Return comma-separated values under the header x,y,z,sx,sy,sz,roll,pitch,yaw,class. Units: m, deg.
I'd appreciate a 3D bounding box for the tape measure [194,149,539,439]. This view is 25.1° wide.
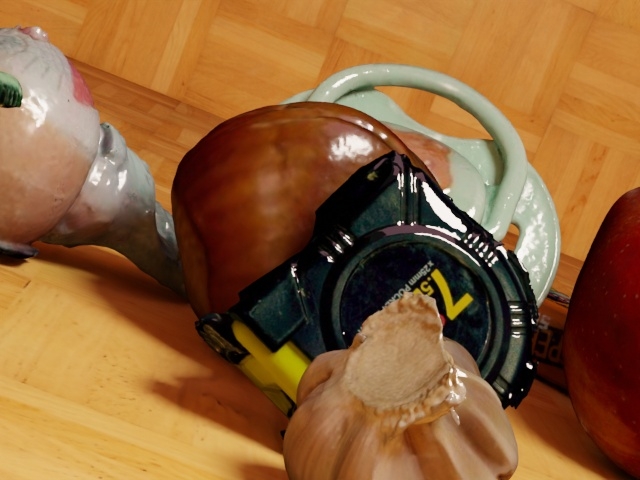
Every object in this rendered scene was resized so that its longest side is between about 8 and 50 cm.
x,y,z,sx,sy,sz,roll,pitch,yaw,class
0.041,0.063,0.949,0.186,0.199,0.112,46,-16,2,tape measure

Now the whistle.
x,y,z,sx,sy,sz,roll,pitch,yaw,class
-0.208,-0.059,1.155,0.348,0.189,0.189,30,2,-36,whistle

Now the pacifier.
x,y,z,sx,sy,sz,roll,pitch,yaw,class
0.075,-0.021,1.483,0.343,0.288,0.269,27,-18,6,pacifier

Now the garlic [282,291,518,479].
x,y,z,sx,sy,sz,roll,pitch,yaw,class
0.055,0.128,0.832,0.131,0.127,0.194,54,1,41,garlic

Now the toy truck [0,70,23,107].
x,y,z,sx,sy,sz,roll,pitch,yaw,class
-0.300,-0.048,0.841,0.156,0.155,0.279,16,6,16,toy truck

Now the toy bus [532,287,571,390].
x,y,z,sx,sy,sz,roll,pitch,yaw,class
0.237,0.095,1.561,0.409,0.093,0.092,26,12,35,toy bus

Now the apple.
x,y,z,sx,sy,sz,roll,pitch,yaw,class
0.357,0.083,1.258,0.288,0.288,0.317,21,27,-12,apple

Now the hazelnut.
x,y,z,sx,sy,sz,roll,pitch,yaw,class
0.000,0.000,1.111,0.229,0.229,0.229,22,8,-3,hazelnut
